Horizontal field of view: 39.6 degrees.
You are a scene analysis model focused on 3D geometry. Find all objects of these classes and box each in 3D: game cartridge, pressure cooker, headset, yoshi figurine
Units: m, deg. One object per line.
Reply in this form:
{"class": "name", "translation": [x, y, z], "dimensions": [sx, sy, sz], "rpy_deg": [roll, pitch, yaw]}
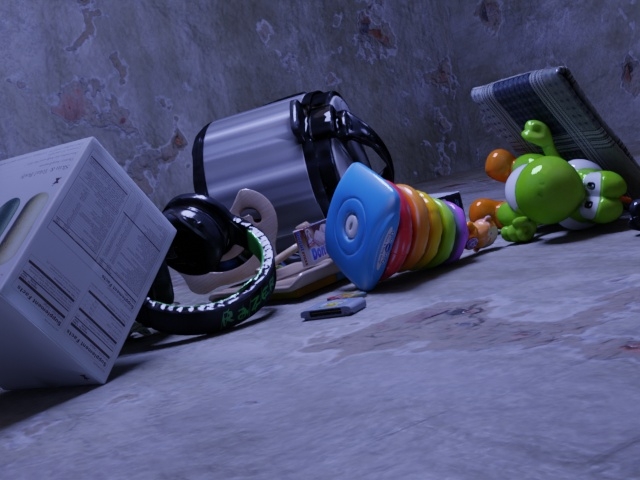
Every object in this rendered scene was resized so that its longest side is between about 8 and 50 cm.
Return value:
{"class": "game cartridge", "translation": [0.020, 0.095, 1.252], "dimensions": [0.083, 0.017, 0.056], "rpy_deg": [-10, 2, 30]}
{"class": "pressure cooker", "translation": [-0.041, -0.147, 2.064], "dimensions": [0.420, 0.376, 0.370], "rpy_deg": [-14, 10, 17]}
{"class": "headset", "translation": [-0.252, 0.000, 1.415], "dimensions": [0.394, 0.185, 0.243], "rpy_deg": [23, 45, 31]}
{"class": "yoshi figurine", "translation": [0.371, -0.092, 1.551], "dimensions": [0.203, 0.204, 0.362], "rpy_deg": [-31, 12, -14]}

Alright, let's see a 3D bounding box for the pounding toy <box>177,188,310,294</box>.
{"class": "pounding toy", "translation": [-0.145, -0.006, 1.567], "dimensions": [0.269, 0.154, 0.155], "rpy_deg": [-20, 0, -2]}

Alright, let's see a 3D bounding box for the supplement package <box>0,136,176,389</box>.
{"class": "supplement package", "translation": [-0.365, 0.035, 1.191], "dimensions": [0.199, 0.198, 0.263], "rpy_deg": [-9, 45, 32]}

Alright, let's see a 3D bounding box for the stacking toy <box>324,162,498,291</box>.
{"class": "stacking toy", "translation": [0.174, -0.013, 1.454], "dimensions": [0.301, 0.175, 0.166], "rpy_deg": [4, 24, -31]}

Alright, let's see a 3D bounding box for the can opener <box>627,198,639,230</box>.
{"class": "can opener", "translation": [0.542, -0.051, 1.293], "dimensions": [0.186, 0.059, 0.073], "rpy_deg": [-12, 5, 11]}

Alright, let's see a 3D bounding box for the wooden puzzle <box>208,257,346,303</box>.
{"class": "wooden puzzle", "translation": [-0.046, 0.070, 1.568], "dimensions": [0.238, 0.044, 0.221], "rpy_deg": [-14, 3, 43]}

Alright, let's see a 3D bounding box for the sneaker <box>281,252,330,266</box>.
{"class": "sneaker", "translation": [0.007, 0.021, 1.715], "dimensions": [0.188, 0.078, 0.067], "rpy_deg": [-10, 6, 34]}

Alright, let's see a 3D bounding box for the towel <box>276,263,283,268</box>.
{"class": "towel", "translation": [-0.113, 0.059, 1.980], "dimensions": [0.083, 0.009, 0.060], "rpy_deg": [-9, 6, 36]}

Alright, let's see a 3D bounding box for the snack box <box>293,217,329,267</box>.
{"class": "snack box", "translation": [0.000, 0.000, 1.539], "dimensions": [0.022, 0.064, 0.178], "rpy_deg": [-15, 3, 21]}

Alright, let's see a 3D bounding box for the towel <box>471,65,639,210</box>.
{"class": "towel", "translation": [0.450, -0.178, 1.623], "dimensions": [0.056, 0.324, 0.312], "rpy_deg": [-44, 14, -12]}

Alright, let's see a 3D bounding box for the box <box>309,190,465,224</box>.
{"class": "box", "translation": [0.139, -0.026, 1.854], "dimensions": [0.289, 0.087, 0.169], "rpy_deg": [-15, 6, -24]}

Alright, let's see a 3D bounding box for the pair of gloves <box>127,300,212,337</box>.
{"class": "pair of gloves", "translation": [-0.326, 0.136, 1.507], "dimensions": [0.204, 0.042, 0.240], "rpy_deg": [-8, 6, 42]}

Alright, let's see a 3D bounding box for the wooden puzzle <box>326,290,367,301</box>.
{"class": "wooden puzzle", "translation": [0.040, 0.086, 1.347], "dimensions": [0.049, 0.006, 0.083], "rpy_deg": [-14, 6, -16]}
